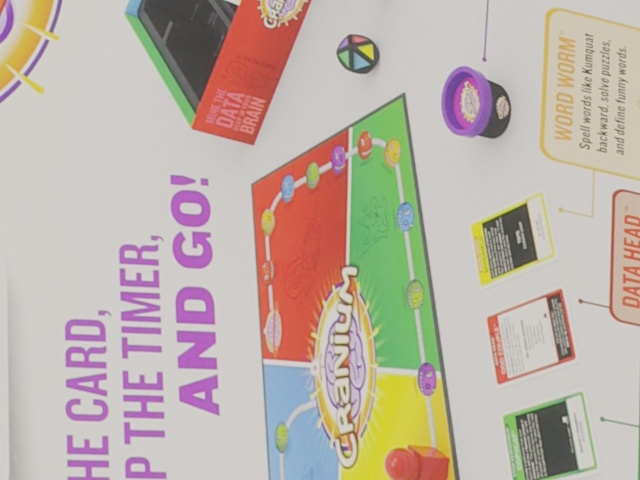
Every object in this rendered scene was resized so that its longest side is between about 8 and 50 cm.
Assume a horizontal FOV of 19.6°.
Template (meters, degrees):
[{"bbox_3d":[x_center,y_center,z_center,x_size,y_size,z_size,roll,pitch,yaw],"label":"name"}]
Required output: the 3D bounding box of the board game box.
[{"bbox_3d":[0.000,0.000,0.444,0.316,0.064,0.242,13,65,-15],"label":"board game box"}]
